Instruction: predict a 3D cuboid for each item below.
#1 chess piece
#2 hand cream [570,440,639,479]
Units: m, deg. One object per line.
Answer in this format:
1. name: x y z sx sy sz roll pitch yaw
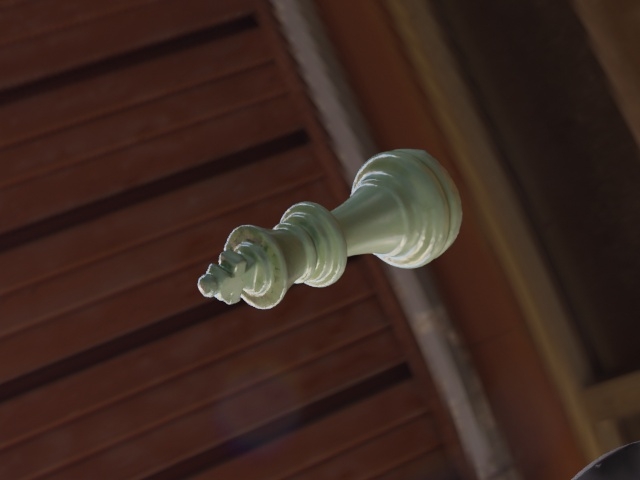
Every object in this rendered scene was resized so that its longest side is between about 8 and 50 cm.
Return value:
1. chess piece: 0.000 0.000 0.904 0.149 0.059 0.059 -21 -95 -45
2. hand cream: 0.125 0.215 0.837 0.118 0.359 0.185 1 -125 -5
